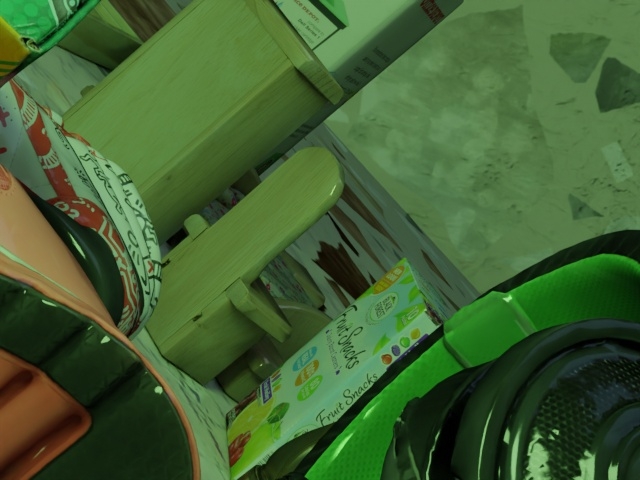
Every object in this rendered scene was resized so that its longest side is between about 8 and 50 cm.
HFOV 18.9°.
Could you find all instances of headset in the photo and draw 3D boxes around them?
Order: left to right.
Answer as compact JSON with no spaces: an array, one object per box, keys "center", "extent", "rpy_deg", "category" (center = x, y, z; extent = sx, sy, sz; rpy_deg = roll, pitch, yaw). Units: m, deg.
[{"center":[0.027,0.110,0.695],"extent":[0.185,0.243,0.394],"rpy_deg":[47,27,-13],"category":"headset"}]

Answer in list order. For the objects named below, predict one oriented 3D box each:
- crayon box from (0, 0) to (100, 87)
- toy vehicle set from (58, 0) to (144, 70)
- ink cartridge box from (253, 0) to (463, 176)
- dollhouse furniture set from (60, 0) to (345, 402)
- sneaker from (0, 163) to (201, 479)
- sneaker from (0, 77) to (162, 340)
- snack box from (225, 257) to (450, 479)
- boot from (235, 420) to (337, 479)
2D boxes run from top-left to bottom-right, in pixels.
[{"center":[-0.204,-0.168,0.698],"extent":[0.278,0.081,0.165],"rpy_deg":[46,-30,-13],"category":"crayon box"},{"center":[-0.264,-0.262,1.621],"extent":[0.267,0.035,0.166],"rpy_deg":[51,7,9],"category":"toy vehicle set"},{"center":[-0.022,-0.169,1.635],"extent":[0.117,0.278,0.201],"rpy_deg":[50,7,5],"category":"ink cartridge box"},{"center":[0.000,0.000,1.304],"extent":[0.355,0.174,0.303],"rpy_deg":[41,11,-48],"category":"dollhouse furniture set"},{"center":[-0.166,-0.007,0.680],"extent":[0.314,0.116,0.136],"rpy_deg":[55,-5,-7],"category":"sneaker"},{"center":[-0.171,-0.056,0.883],"extent":[0.270,0.090,0.145],"rpy_deg":[54,6,6],"category":"sneaker"},{"center":[0.010,0.080,1.065],"extent":[0.037,0.141,0.100],"rpy_deg":[47,8,-16],"category":"snack box"},{"center":[0.059,0.177,0.988],"extent":[0.219,0.106,0.082],"rpy_deg":[47,7,-15],"category":"boot"}]
